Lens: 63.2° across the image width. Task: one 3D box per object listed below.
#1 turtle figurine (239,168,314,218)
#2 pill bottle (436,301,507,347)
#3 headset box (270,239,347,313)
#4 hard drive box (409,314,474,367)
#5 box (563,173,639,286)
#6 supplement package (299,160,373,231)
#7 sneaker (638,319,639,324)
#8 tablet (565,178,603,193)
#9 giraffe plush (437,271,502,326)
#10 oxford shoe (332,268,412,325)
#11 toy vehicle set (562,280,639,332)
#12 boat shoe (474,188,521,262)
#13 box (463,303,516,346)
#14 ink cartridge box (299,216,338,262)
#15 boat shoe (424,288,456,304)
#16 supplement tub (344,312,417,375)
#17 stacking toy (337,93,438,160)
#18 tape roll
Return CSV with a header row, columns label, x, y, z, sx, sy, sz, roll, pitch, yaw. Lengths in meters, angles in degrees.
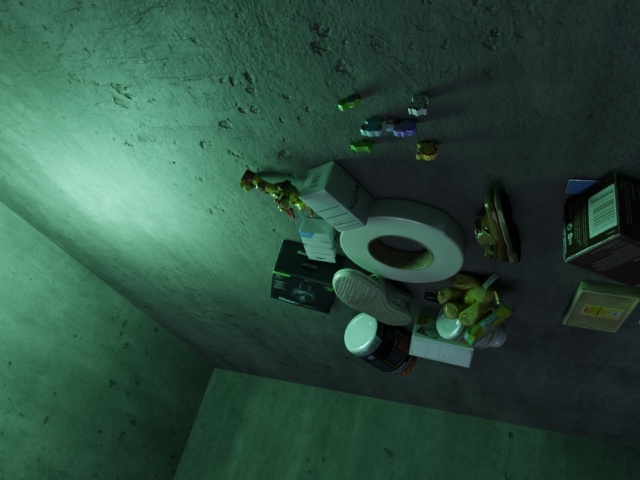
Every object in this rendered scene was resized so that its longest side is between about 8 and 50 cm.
label,x,y,z,sx,sy,sz,roll,pitch,yaw
turtle figurine,-0.119,-0.138,1.496,0.217,0.087,0.269,23,-168,6
pill bottle,0.559,0.317,1.901,0.246,0.136,0.136,18,153,-26
headset box,-0.048,0.136,1.931,0.246,0.131,0.283,16,151,0
hard drive box,0.476,0.392,2.037,0.232,0.181,0.089,10,111,12
box,0.706,-0.019,1.210,0.203,0.168,0.167,20,151,-11
supplement package,0.047,-0.120,1.460,0.105,0.105,0.179,-14,139,43
sneaker,1.110,0.294,1.645,0.262,0.099,0.121,40,152,-23
tablet,0.632,-0.127,1.237,0.083,0.006,0.054,5,149,19
giraffe plush,0.518,0.203,1.755,0.210,0.181,0.170,-30,150,8
oxford shoe,0.190,0.182,1.849,0.169,0.130,0.449,-11,150,35
toy vehicle set,0.893,0.216,1.666,0.166,0.035,0.267,8,150,16
boat shoe,0.465,-0.024,1.397,0.104,0.110,0.307,-2,146,28
box,0.551,0.270,1.687,0.043,0.179,0.105,56,175,24
ink cartridge box,0.000,0.000,1.740,0.104,0.060,0.180,8,150,14
boat shoe,0.439,0.218,1.909,0.125,0.038,0.046,22,151,-8
supplement tub,0.270,0.459,2.262,0.193,0.193,0.316,-15,137,44
stacking toy,0.157,-0.260,1.213,0.221,0.052,0.167,6,149,21
tape roll,0.254,0.011,1.616,0.392,0.072,0.392,14,152,8
